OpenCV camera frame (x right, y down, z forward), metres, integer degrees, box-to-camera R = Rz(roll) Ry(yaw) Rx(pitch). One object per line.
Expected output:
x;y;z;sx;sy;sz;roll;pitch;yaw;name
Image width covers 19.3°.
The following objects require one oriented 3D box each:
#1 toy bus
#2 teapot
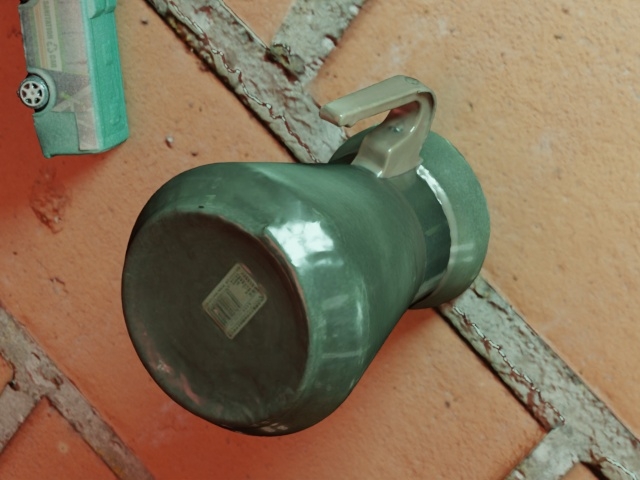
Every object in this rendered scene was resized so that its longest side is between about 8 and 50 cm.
-0.273;-0.222;2.023;0.109;0.091;0.261;1;108;22;toy bus
0.000;0.000;1.757;0.253;0.344;0.300;29;119;21;teapot
